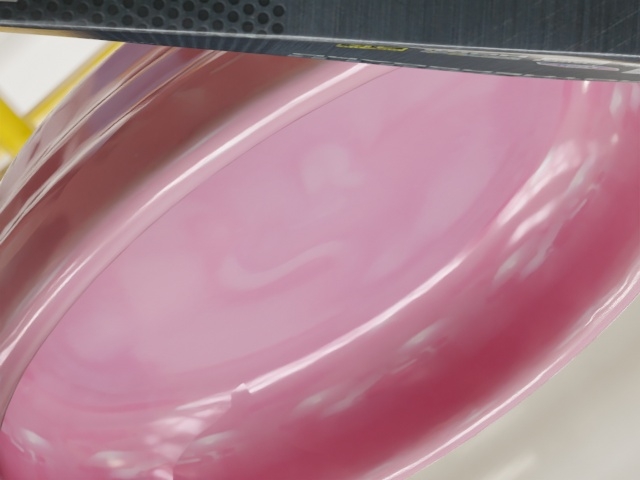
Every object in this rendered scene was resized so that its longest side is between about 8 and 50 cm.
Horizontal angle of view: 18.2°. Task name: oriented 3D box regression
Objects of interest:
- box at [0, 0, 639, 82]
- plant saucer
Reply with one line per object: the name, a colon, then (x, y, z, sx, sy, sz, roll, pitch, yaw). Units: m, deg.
box: (0.007, -0.068, 0.439, 0.233, 0.059, 0.183, 3, -174, -4)
plant saucer: (0.000, 0.000, 0.750, 0.332, 0.332, 0.084, -37, -117, 8)
